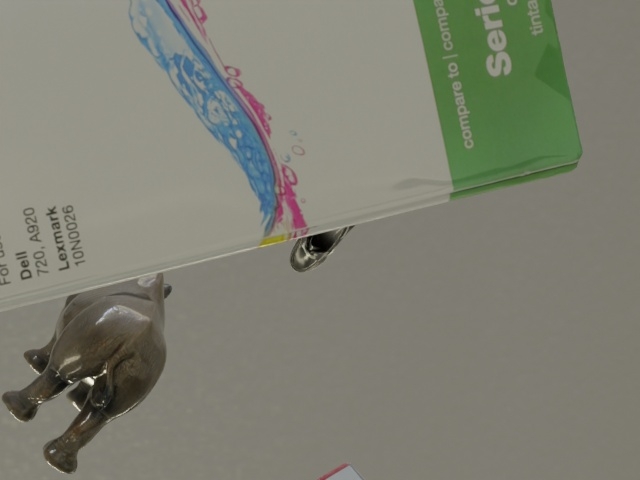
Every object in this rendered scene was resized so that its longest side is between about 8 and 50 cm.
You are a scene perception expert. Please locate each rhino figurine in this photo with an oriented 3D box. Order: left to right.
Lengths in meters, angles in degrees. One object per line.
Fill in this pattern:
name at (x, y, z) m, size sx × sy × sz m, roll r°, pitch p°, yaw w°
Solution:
rhino figurine at (-0.145, 0.063, 1.013) m, size 0.073 × 0.106 × 0.243 m, roll 41°, pitch -171°, yaw -12°

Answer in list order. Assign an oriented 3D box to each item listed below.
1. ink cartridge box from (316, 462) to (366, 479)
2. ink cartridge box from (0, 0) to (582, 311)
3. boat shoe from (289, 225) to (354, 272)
ink cartridge box at (-0.017, 0.310, 1.428) m, size 0.127 × 0.072 × 0.175 m, roll -26°, pitch -30°, yaw -33°
ink cartridge box at (-0.066, -0.051, 0.636) m, size 0.278 × 0.201 × 0.117 m, roll -14°, pitch -85°, yaw -22°
boat shoe at (0.000, 0.000, 1.781) m, size 0.046 × 0.125 × 0.038 m, roll 50°, pitch -146°, yaw 0°
